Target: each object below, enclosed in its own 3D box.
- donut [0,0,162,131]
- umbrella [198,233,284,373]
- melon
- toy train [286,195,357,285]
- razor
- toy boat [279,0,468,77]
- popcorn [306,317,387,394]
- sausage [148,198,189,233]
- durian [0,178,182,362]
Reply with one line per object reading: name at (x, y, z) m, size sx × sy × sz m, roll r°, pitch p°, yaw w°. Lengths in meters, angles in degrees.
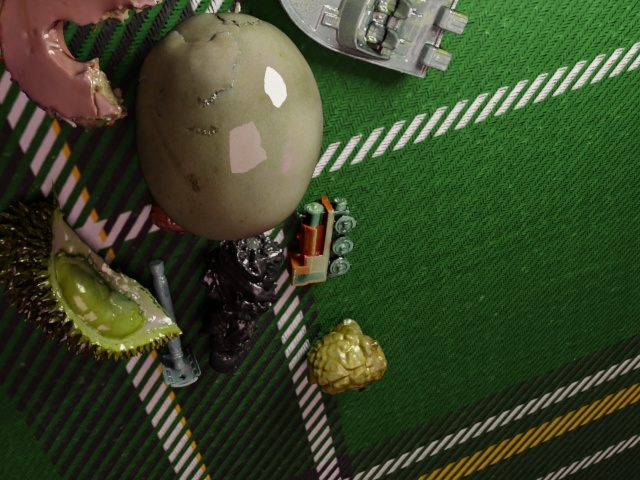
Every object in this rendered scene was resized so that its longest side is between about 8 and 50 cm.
donut at (-0.319, -0.272, 0.964) m, size 0.199 × 0.085 × 0.233 m, roll 25°, pitch 111°, yaw -2°
umbrella at (-0.168, 0.113, 1.334) m, size 0.128 × 0.154 × 0.337 m, roll -29°, pitch 160°, yaw -44°
melon at (-0.127, -0.166, 1.051) m, size 0.268 × 0.268 × 0.330 m, roll -8°, pitch 114°, yaw -19°
toy train at (0.000, 0.000, 1.352) m, size 0.118 × 0.074 × 0.176 m, roll -6°, pitch 128°, yaw -16°
razor at (-0.276, 0.141, 1.331) m, size 0.068 × 0.106 × 0.232 m, roll -15°, pitch 117°, yaw -15°
toy boat at (0.071, -0.346, 1.121) m, size 0.319 × 0.092 × 0.141 m, roll 9°, pitch 117°, yaw -28°
popcorn at (0.053, 0.250, 1.514) m, size 0.173 × 0.142 × 0.173 m, roll -35°, pitch 158°, yaw -17°
sausage at (-0.211, -0.048, 1.219) m, size 0.141 × 0.076 × 0.076 m, roll 1°, pitch 123°, yaw -21°
durian at (-0.396, 0.085, 1.205) m, size 0.169 × 0.158 × 0.352 m, roll -54°, pitch 123°, yaw -25°
